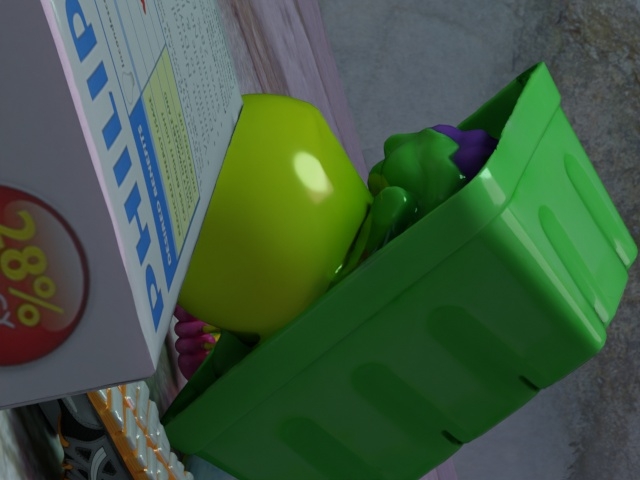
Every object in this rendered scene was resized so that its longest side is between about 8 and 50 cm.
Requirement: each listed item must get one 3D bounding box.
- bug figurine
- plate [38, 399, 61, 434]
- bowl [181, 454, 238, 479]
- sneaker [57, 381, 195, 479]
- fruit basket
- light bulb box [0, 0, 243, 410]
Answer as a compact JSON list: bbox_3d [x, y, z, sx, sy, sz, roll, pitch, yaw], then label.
[{"bbox_3d":[-0.107,0.023,1.723,0.279,0.072,0.216,-9,92,-87],"label":"bug figurine"},{"bbox_3d":[-0.202,-0.055,1.288,0.278,0.045,0.277,-95,169,-45],"label":"plate"},{"bbox_3d":[-0.014,0.297,1.501,0.156,0.289,0.289,-61,-176,16],"label":"bowl"},{"bbox_3d":[-0.140,0.154,1.260,0.084,0.083,0.215,-88,158,-61],"label":"sneaker"},{"bbox_3d":[0.000,0.000,1.425,0.283,0.392,0.392,-55,133,-58],"label":"fruit basket"},{"bbox_3d":[-0.195,-0.145,0.823,0.361,0.225,0.358,-80,156,-69],"label":"light bulb box"}]
